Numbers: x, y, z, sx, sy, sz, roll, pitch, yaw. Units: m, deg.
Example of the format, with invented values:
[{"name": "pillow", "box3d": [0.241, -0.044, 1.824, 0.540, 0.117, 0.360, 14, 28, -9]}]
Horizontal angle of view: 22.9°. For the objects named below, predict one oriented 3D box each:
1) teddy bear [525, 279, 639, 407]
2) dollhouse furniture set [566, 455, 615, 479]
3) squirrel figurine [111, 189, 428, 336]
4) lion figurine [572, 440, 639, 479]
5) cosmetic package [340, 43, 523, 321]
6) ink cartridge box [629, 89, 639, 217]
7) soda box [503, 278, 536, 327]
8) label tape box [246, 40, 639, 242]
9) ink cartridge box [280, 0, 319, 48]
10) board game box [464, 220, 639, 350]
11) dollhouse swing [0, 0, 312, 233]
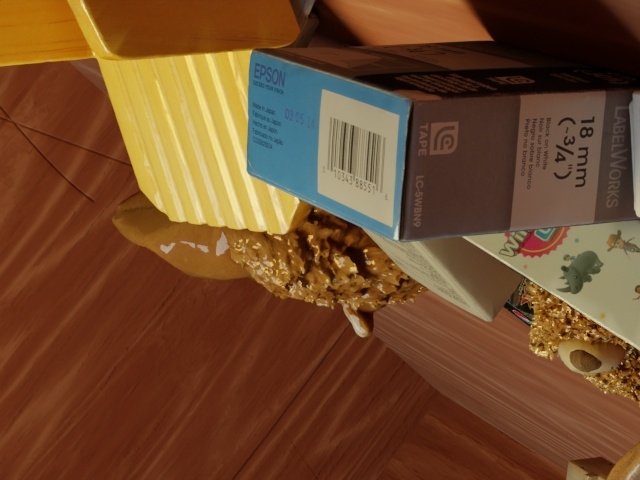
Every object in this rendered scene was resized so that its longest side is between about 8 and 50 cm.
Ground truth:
[{"name": "teddy bear", "box3d": [0.339, 0.133, 1.794, 0.245, 0.113, 0.338, 34, 173, 17]}, {"name": "dollhouse furniture set", "box3d": [0.503, 0.496, 2.278, 0.303, 0.355, 0.174, -2, -165, -26]}, {"name": "squirrel figurine", "box3d": [0.000, 0.000, 2.054, 0.370, 0.281, 0.397, 35, 179, -36]}, {"name": "lion figurine", "box3d": [0.344, 0.183, 1.302, 0.240, 0.392, 0.142, 108, 148, -64]}, {"name": "cosmetic package", "box3d": [0.104, -0.057, 1.664, 0.153, 0.129, 0.296, 30, 169, 42]}, {"name": "ink cartridge box", "box3d": [0.255, -0.053, 1.030, 0.052, 0.088, 0.122, -7, -170, -20]}, {"name": "soda box", "box3d": [0.295, 0.095, 2.002, 0.169, 0.053, 0.060, 36, 173, 9]}, {"name": "label tape box", "box3d": [0.144, -0.084, 1.183, 0.333, 0.106, 0.240, -5, -164, -28]}, {"name": "ink cartridge box", "box3d": [-0.078, -0.274, 1.590, 0.181, 0.056, 0.225, 38, 155, 2]}, {"name": "board game box", "box3d": [0.250, 0.022, 1.404, 0.303, 0.097, 0.224, 33, -177, 34]}, {"name": "dollhouse swing", "box3d": [-0.215, -0.143, 1.566, 0.315, 0.305, 0.347, -11, -168, -38]}]
